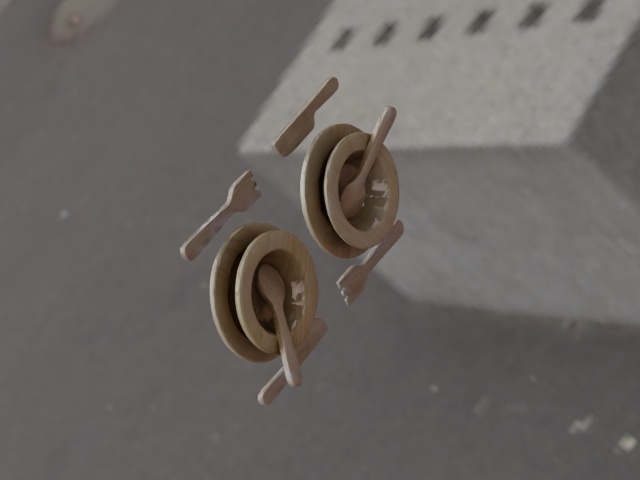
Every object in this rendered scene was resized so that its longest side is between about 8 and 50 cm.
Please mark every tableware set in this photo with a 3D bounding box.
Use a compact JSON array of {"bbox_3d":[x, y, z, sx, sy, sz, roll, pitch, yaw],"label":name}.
[{"bbox_3d":[0.000,0.000,1.147,0.039,0.128,0.194,-2,36,38],"label":"tableware set"}]
